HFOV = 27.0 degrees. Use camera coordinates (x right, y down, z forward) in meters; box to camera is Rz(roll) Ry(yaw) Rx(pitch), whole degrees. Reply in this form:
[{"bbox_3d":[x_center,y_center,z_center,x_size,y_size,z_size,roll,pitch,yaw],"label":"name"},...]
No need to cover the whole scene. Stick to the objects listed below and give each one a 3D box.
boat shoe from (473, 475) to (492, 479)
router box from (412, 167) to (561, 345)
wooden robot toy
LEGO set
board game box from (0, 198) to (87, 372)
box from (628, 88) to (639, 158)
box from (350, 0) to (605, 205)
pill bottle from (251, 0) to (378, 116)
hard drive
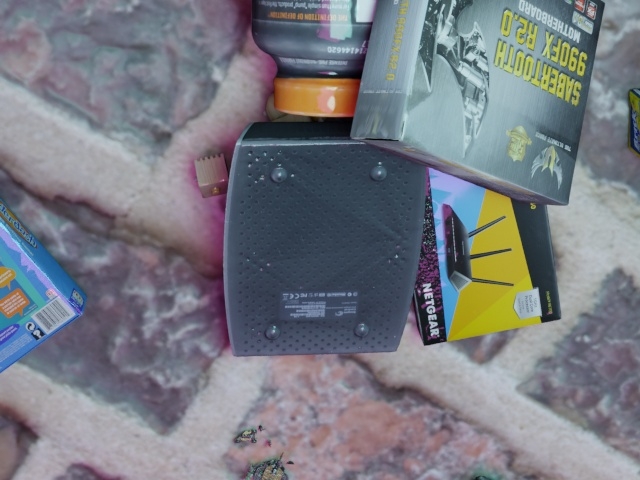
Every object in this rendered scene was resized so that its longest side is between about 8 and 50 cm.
[{"bbox_3d":[0.105,0.373,1.324,0.105,0.113,0.306,32,101,-8],"label":"boat shoe"},{"bbox_3d":[0.142,-0.003,1.226,0.133,0.046,0.179,-12,110,0],"label":"router box"},{"bbox_3d":[-0.031,-0.096,1.179,0.173,0.076,0.079,-20,67,13],"label":"wooden robot toy"},{"bbox_3d":[-0.052,0.219,1.305,0.054,0.023,0.083,-9,97,-4],"label":"LEGO set"},{"bbox_3d":[-0.339,0.026,1.196,0.160,0.047,0.210,-35,109,8],"label":"board game box"},{"bbox_3d":[0.366,-0.109,1.202,0.169,0.054,0.059,-5,111,-4],"label":"box"},{"bbox_3d":[0.133,-0.141,1.076,0.231,0.056,0.183,17,82,-45],"label":"box"},{"bbox_3d":[0.009,-0.224,1.076,0.130,0.130,0.245,2,102,-5],"label":"pill bottle"},{"bbox_3d":[0.000,0.000,1.167,0.172,0.054,0.254,-2,133,-6],"label":"hard drive"}]
